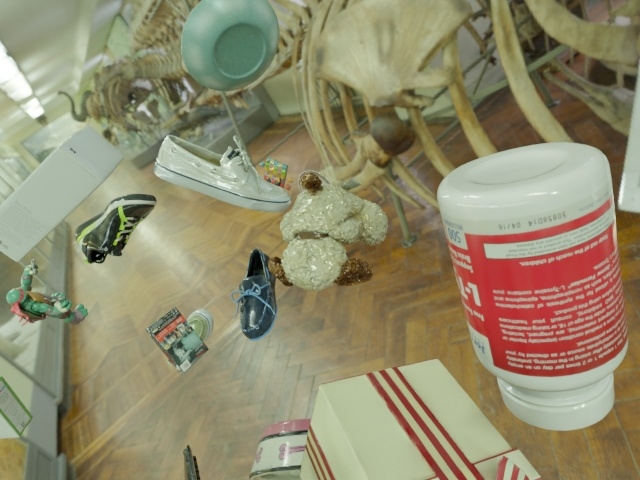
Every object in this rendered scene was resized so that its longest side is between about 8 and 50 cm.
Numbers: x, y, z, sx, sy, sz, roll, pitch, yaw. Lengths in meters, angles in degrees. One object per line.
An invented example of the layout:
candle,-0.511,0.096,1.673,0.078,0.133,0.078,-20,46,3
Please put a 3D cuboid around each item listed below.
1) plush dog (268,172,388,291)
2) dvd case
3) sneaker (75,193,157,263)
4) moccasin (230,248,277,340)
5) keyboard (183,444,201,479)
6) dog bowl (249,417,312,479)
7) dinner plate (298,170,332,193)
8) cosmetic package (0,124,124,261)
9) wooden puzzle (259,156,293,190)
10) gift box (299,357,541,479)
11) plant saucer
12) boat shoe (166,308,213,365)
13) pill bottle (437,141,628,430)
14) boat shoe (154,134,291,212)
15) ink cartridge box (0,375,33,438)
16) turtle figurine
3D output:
plush dog,0.000,0.000,0.990,0.263,0.210,0.225,-1,66,19
dvd case,-0.298,0.208,0.965,0.013,0.119,0.087,-34,6,34
sneaker,-0.419,-0.017,0.968,0.235,0.097,0.084,-27,-12,28
moccasin,-0.212,0.158,1.432,0.138,0.116,0.342,-22,34,8
keyboard,-0.149,0.428,0.595,0.033,0.201,0.317,-2,6,-20
dog bowl,-0.018,0.680,1.471,0.408,0.408,0.150,-21,51,26
dinner plate,-0.010,-0.166,1.487,0.141,0.141,0.017,-6,33,45
cosmetic package,-0.890,-0.156,1.533,0.453,0.161,0.230,-36,26,18
wooden puzzle,-0.089,-0.134,0.915,0.083,0.049,0.006,26,31,22
gift box,0.119,0.337,0.642,0.255,0.276,0.258,-9,36,-22
plant saucer,-0.154,-0.352,0.842,0.195,0.195,0.037,-35,59,-2
boat shoe,-0.507,0.387,1.796,0.302,0.109,0.094,-56,-3,31
pill bottle,0.335,0.076,0.716,0.229,0.407,0.229,-17,19,6
boat shoe,-0.236,-0.195,1.216,0.136,0.367,0.156,-100,31,-65
ink cartridge box,-0.772,0.368,1.057,0.109,0.209,0.062,-6,33,7
turtle figurine,-0.665,0.137,1.098,0.118,0.175,0.234,-42,-17,-14
